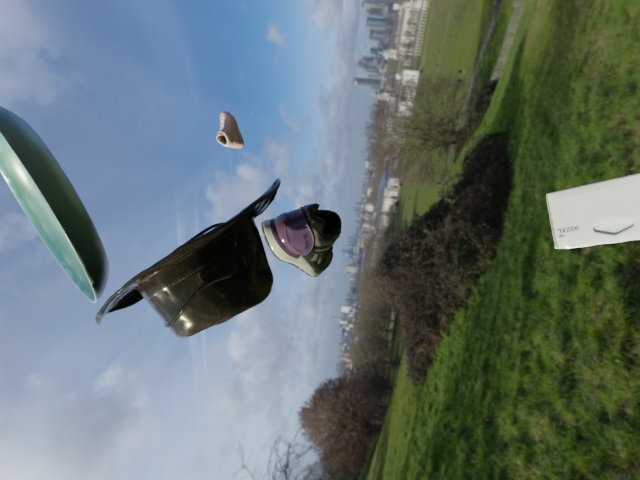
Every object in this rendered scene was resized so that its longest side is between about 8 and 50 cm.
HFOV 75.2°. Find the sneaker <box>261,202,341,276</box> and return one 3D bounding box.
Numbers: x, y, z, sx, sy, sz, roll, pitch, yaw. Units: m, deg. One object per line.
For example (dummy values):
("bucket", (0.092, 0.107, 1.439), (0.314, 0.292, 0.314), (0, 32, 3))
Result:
("sneaker", (0.000, 0.000, 0.852), (0.107, 0.124, 0.283), (67, -167, 15))

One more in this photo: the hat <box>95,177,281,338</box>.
("hat", (-0.148, 0.053, 0.612), (0.134, 0.331, 0.331), (52, -176, -5))

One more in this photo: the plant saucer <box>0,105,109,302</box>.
("plant saucer", (-0.400, -0.052, 0.611), (0.044, 0.318, 0.317), (-33, -37, -33))

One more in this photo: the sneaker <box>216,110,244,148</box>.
("sneaker", (-0.289, -0.339, 1.261), (0.051, 0.070, 0.134), (-39, 72, 44))

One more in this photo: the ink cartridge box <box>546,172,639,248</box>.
("ink cartridge box", (0.668, -0.069, 0.915), (0.308, 0.223, 0.128), (-7, -94, -46))
